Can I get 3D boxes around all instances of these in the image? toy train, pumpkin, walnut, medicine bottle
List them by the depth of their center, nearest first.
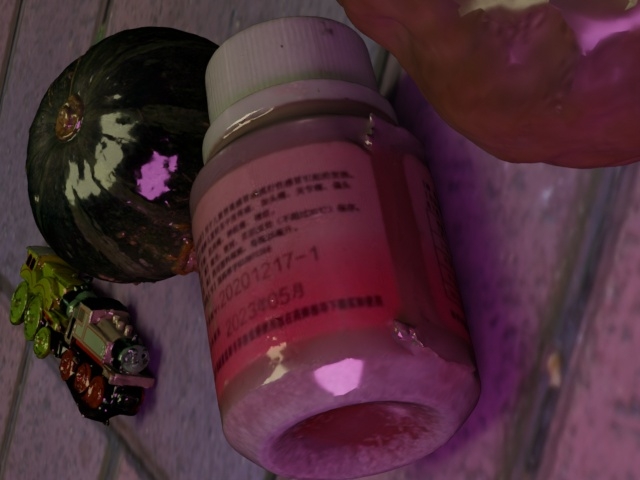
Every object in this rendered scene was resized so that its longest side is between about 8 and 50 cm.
[{"bbox_3d":[0.110,-0.162,0.641,0.273,0.273,0.227,-57,6,37],"label":"walnut"},{"bbox_3d":[0.000,0.000,0.886,0.147,0.147,0.247,-48,43,45],"label":"medicine bottle"},{"bbox_3d":[-0.123,-0.059,1.112,0.190,0.146,0.190,-29,56,54],"label":"pumpkin"},{"bbox_3d":[-0.200,0.075,1.313,0.250,0.053,0.085,35,108,58],"label":"toy train"}]
